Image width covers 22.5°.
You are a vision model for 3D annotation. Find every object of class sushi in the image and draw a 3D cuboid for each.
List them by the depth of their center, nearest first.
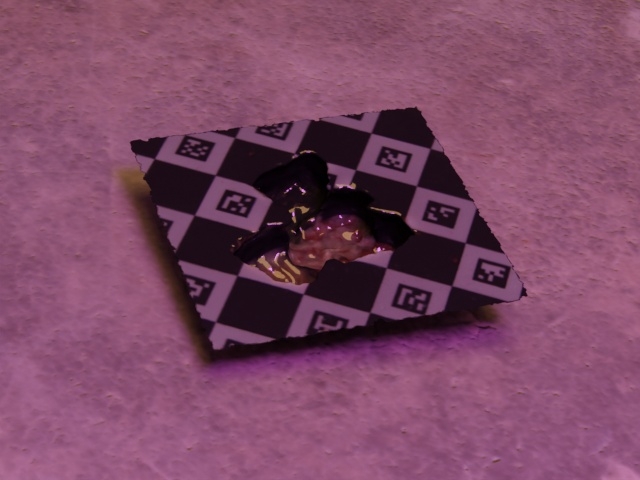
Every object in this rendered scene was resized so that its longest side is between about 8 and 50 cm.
[{"bbox_3d":[0.000,0.000,1.154,0.231,0.047,0.219,-8,45,-18],"label":"sushi"}]
